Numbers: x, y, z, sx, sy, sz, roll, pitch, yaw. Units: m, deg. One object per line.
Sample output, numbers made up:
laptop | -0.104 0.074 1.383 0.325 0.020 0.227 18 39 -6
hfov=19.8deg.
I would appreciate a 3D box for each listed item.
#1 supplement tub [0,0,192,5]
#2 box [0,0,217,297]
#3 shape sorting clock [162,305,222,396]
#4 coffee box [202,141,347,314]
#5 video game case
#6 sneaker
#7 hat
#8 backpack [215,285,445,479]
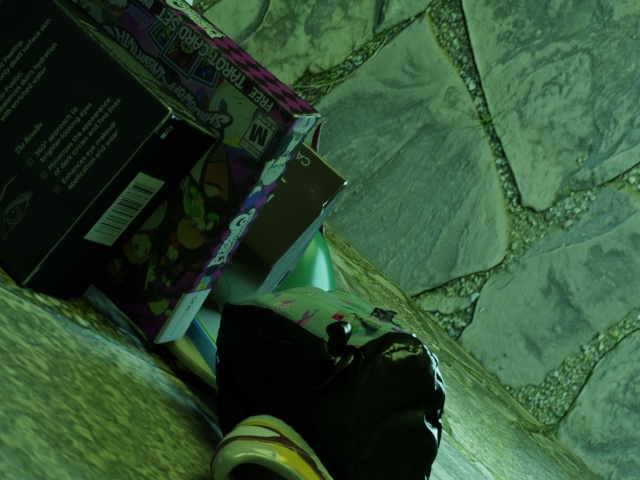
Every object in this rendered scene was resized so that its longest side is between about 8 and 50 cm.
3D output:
supplement tub | -0.294 -0.263 1.659 0.316 0.228 0.228 37 7 -41
box | -0.185 -0.071 1.264 0.158 0.156 0.093 44 7 18
shape sorting clock | -0.052 0.108 1.426 0.206 0.040 0.206 29 9 -5
coffee box | -0.080 -0.023 1.488 0.141 0.098 0.246 41 -20 4
video game case | -0.139 -0.077 1.338 0.232 0.210 0.042 42 25 19
sneaker | 0.007 0.187 1.136 0.185 0.069 0.084 36 14 1
hat | 0.000 0.000 1.907 0.208 0.183 0.173 43 6 12
backpack | 0.004 0.104 1.258 0.115 0.152 0.182 -2 19 -35
